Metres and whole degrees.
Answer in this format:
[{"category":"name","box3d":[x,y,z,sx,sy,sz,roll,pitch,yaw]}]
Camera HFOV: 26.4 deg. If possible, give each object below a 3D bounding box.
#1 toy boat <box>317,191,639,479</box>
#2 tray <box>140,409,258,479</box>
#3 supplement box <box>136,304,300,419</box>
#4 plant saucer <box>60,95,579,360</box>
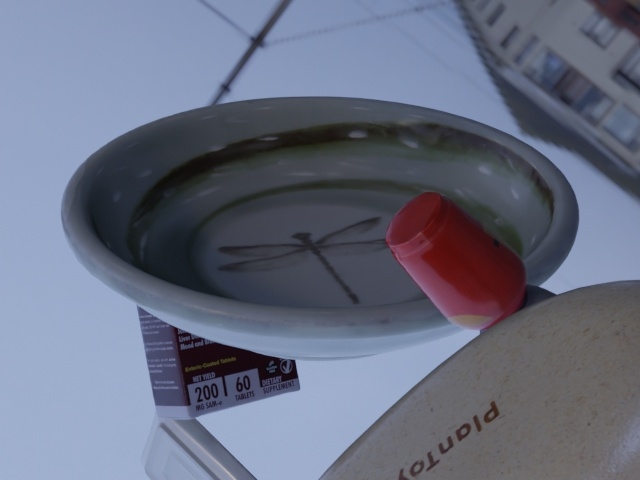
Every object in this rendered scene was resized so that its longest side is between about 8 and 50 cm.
[{"category":"toy boat","box3d":[0.108,0.097,0.690,0.148,0.267,0.318,43,-159,-24]},{"category":"tray","box3d":[-0.127,0.320,1.672,0.270,0.145,0.030,41,-136,23]},{"category":"supplement box","box3d":[-0.109,0.042,1.322,0.130,0.073,0.239,-11,-90,-34]},{"category":"plant saucer","box3d":[0.000,0.000,1.082,0.400,0.101,0.400,0,-153,0]}]
